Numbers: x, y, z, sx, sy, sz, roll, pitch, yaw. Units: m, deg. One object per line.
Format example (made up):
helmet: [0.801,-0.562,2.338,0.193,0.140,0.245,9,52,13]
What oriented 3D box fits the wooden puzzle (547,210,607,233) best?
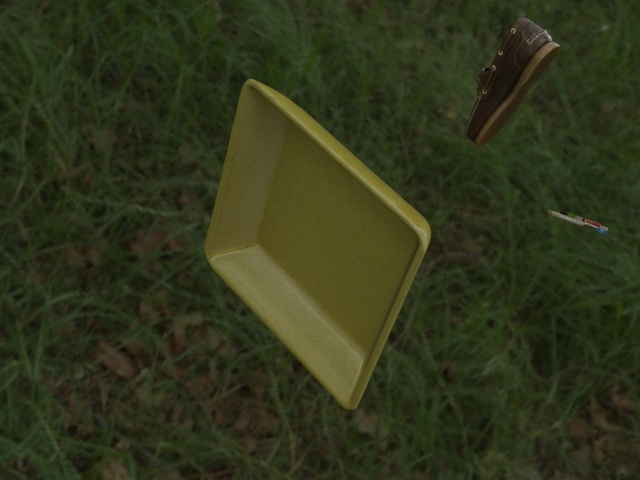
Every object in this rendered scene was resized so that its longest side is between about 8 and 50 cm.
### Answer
wooden puzzle: [0.419,-0.033,1.636,0.116,0.014,0.079,25,12,42]

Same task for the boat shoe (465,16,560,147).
boat shoe: [0.260,-0.224,1.436,0.073,0.207,0.073,45,43,15]

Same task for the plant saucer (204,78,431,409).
plant saucer: [0.000,0.000,1.318,0.081,0.332,0.333,-25,58,-38]
